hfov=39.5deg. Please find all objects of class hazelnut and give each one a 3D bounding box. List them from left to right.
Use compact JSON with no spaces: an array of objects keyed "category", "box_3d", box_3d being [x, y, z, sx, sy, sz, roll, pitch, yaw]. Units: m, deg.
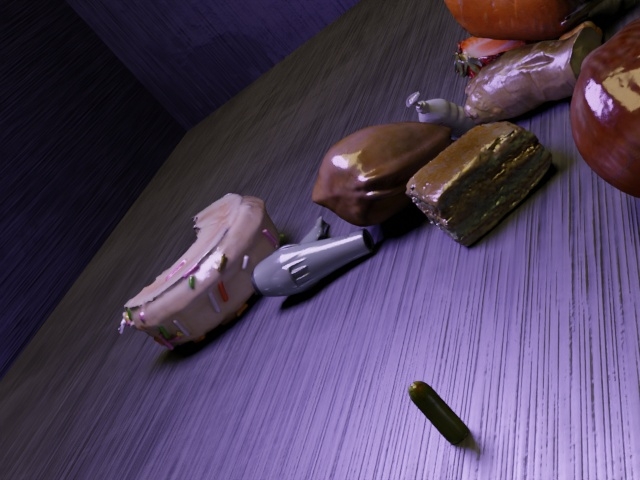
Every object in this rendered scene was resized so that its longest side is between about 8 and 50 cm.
[{"category":"hazelnut","box_3d":[0.380,-0.147,0.985,0.214,0.214,0.176,-43,-24,-3]}]

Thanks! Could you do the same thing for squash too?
[{"category":"squash","box_3d":[0.121,0.179,0.945,0.027,0.083,0.027,-36,19,14]}]

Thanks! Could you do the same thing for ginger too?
[{"category":"ginger","box_3d":[0.346,-0.270,1.470,0.116,0.109,0.263,-22,4,-37]}]

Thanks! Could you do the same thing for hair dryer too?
[{"category":"hair dryer","box_3d":[0.020,0.000,1.600,0.229,0.092,0.267,-14,22,41]}]

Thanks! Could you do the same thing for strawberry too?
[{"category":"strawberry","box_3d":[0.346,-0.367,1.731,0.187,0.082,0.146,-28,40,-4]}]

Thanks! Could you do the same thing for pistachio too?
[{"category":"pistachio","box_3d":[0.110,-0.123,1.534,0.260,0.162,0.213,-27,18,-35]}]

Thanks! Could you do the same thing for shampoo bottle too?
[{"category":"shampoo bottle","box_3d":[0.205,-0.222,1.578,0.077,0.152,0.045,-17,66,46]}]

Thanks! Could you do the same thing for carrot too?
[{"category":"carrot","box_3d":[0.378,-0.450,1.585,0.331,0.214,0.193,2,31,30]}]

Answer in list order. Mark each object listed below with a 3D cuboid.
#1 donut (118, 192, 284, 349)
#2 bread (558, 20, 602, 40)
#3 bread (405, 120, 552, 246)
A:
[{"category":"donut","box_3d":[-0.217,0.056,1.808,0.307,0.150,0.371,-21,28,47]},{"category":"bread","box_3d":[0.442,-0.341,1.530,0.083,0.046,0.081,-41,13,10]},{"category":"bread","box_3d":[0.234,-0.096,1.312,0.196,0.102,0.138,-40,21,3]}]
